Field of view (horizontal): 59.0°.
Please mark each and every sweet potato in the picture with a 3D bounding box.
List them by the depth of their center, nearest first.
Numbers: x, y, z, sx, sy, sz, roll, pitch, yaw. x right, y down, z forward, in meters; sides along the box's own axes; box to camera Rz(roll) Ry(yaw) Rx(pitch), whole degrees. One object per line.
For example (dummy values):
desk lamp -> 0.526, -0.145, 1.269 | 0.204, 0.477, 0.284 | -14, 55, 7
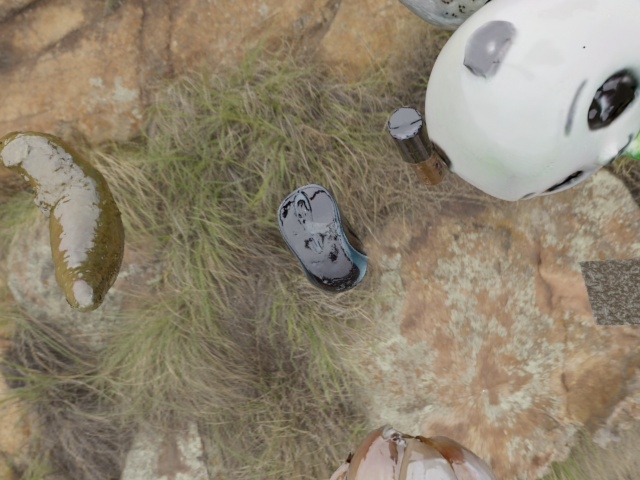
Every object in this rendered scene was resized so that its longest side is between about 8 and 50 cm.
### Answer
sweet potato -> -0.306, -0.030, 0.702 | 0.098, 0.124, 0.310 | -39, 66, 17

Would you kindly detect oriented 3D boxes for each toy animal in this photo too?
toy animal -> 0.225, -0.154, 0.522 | 0.213, 0.212, 0.266 | 22, 59, 20

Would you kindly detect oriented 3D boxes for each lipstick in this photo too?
lipstick -> 0.217, -0.188, 1.221 | 0.077, 0.418, 0.077 | -3, 82, 18

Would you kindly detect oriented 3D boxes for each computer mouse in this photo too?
computer mouse -> 0.000, 0.000, 1.133 | 0.137, 0.096, 0.233 | -30, 89, 10

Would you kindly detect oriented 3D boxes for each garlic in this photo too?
garlic -> 0.103, 0.318, 0.647 | 0.214, 0.160, 0.191 | -44, 37, 47

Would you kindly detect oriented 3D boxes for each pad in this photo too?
pad -> 0.613, 0.090, 1.034 | 0.235, 0.003, 0.158 | -4, 45, 14

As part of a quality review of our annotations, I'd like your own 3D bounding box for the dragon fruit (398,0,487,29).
dragon fruit -> 0.235, -0.506, 1.068 | 0.204, 0.283, 0.221 | -28, 97, -7
